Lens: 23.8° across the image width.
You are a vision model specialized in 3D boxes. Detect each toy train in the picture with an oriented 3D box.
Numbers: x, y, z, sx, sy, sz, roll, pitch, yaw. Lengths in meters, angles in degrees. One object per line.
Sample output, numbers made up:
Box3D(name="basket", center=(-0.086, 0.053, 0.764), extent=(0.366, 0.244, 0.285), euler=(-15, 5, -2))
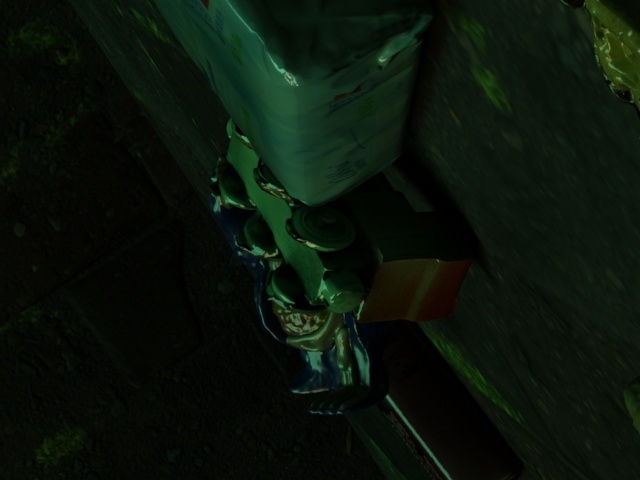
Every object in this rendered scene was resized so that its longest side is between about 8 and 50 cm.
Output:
Box3D(name="toy train", center=(0.007, -0.021, 0.945), extent=(0.176, 0.118, 0.074), euler=(60, 143, 41))

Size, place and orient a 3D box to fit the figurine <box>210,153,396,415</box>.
Box3D(name="figurine", center=(-0.002, 0.004, 1.164), extent=(0.164, 0.121, 0.262), euler=(34, 142, 55))

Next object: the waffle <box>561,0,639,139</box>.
Box3D(name="waffle", center=(0.121, -0.021, 0.493), extent=(0.097, 0.023, 0.152), euler=(51, 173, 40))

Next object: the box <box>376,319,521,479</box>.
Box3D(name="box", center=(0.088, 0.141, 1.365), extent=(0.224, 0.069, 0.120), euler=(52, 173, 12))

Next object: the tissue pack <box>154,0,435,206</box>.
Box3D(name="tissue pack", center=(-0.029, -0.123, 0.769), extent=(0.177, 0.089, 0.263), euler=(56, 173, 8))

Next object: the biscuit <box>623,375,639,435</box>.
Box3D(name="biscuit", center=(0.210, 0.170, 0.650), extent=(0.250, 0.032, 0.133), euler=(57, -173, 1))
